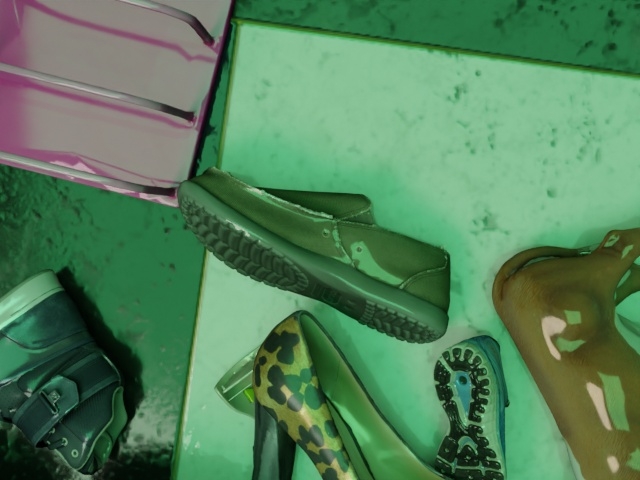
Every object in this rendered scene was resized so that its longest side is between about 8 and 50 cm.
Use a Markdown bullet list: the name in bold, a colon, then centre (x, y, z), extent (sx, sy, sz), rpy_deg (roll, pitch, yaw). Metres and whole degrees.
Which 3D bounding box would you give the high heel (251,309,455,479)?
- **high heel**: centre (0.063, 0.163, 1.028), extent (0.261, 0.093, 0.186), rpy_deg (13, 114, 17)

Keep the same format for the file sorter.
- **file sorter**: centre (-0.186, -0.191, 1.036), extent (0.202, 0.182, 0.290), rpy_deg (14, 92, 3)

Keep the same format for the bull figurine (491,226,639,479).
- **bull figurine**: centre (0.263, 0.135, 1.058), extent (0.188, 0.101, 0.310), rpy_deg (-27, 92, 0)

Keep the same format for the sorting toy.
- **sorting toy**: centre (-0.035, 0.127, 1.106), extent (0.083, 0.045, 0.075), rpy_deg (-36, 97, 1)

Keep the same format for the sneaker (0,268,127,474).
- **sneaker**: centre (-0.271, 0.156, 1.096), extent (0.226, 0.086, 0.163), rpy_deg (-38, 86, 2)

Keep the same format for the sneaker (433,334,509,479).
- **sneaker**: centre (0.138, 0.153, 1.081), extent (0.063, 0.073, 0.162), rpy_deg (10, 114, 29)

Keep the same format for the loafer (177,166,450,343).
- **loafer**: centre (0.000, 0.000, 1.085), extent (0.251, 0.094, 0.087), rpy_deg (27, 68, -6)
